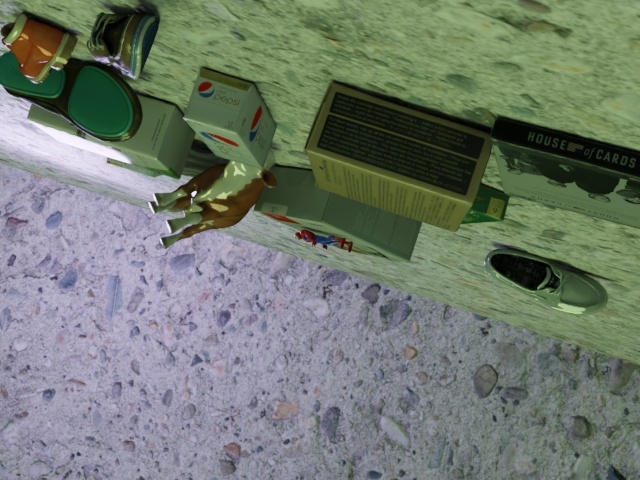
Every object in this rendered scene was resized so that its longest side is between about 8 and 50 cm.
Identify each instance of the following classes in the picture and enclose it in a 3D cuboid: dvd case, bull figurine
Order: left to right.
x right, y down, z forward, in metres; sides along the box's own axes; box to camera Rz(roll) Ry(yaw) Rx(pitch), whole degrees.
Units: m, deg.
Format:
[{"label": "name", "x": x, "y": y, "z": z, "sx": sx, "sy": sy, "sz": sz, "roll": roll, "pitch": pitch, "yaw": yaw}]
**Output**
[{"label": "bull figurine", "x": -0.175, "y": -0.071, "z": 1.673, "sx": 0.189, "sy": 0.101, "sz": 0.310, "roll": -21, "pitch": 172, "yaw": -14}, {"label": "dvd case", "x": 0.281, "y": -0.067, "z": 1.120, "sx": 0.179, "sy": 0.029, "sz": 0.239, "roll": 17, "pitch": 174, "yaw": 16}]

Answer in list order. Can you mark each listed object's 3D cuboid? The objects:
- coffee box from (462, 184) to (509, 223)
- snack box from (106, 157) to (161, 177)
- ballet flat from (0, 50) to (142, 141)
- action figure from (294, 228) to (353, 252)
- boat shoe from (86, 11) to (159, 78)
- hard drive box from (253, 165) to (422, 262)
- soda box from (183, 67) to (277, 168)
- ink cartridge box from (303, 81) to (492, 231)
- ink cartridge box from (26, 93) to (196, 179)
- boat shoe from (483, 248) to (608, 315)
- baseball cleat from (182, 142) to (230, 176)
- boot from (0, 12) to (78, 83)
[{"label": "coffee box", "x": 0.178, "y": -0.059, "z": 1.453, "sx": 0.113, "sy": 0.040, "sz": 0.184, "roll": 19, "pitch": 175, "yaw": -14}, {"label": "snack box", "x": -0.315, "y": -0.153, "z": 1.897, "sx": 0.100, "sy": 0.037, "sz": 0.141, "roll": 18, "pitch": -163, "yaw": 15}, {"label": "ballet flat", "x": -0.337, "y": -0.211, "z": 1.461, "sx": 0.280, "sy": 0.095, "sz": 0.096, "roll": 27, "pitch": -172, "yaw": 27}, {"label": "action figure", "x": 0.000, "y": 0.000, "z": 1.749, "sx": 0.115, "sy": 0.030, "sz": 0.038, "roll": 15, "pitch": 178, "yaw": 40}, {"label": "boat shoe", "x": -0.220, "y": -0.214, "z": 1.122, "sx": 0.066, "sy": 0.066, "sz": 0.183, "roll": 21, "pitch": 174, "yaw": -13}, {"label": "hard drive box", "x": 0.032, "y": -0.046, "z": 1.790, "sx": 0.232, "sy": 0.089, "sz": 0.181, "roll": 24, "pitch": 171, "yaw": -41}, {"label": "soda box", "x": -0.113, "y": -0.154, "z": 1.338, "sx": 0.074, "sy": 0.069, "sz": 0.216, "roll": 17, "pitch": 175, "yaw": 7}, {"label": "ink cartridge box", "x": 0.091, "y": -0.090, "z": 1.203, "sx": 0.193, "sy": 0.088, "sz": 0.234, "roll": 19, "pitch": 175, "yaw": 5}, {"label": "ink cartridge box", "x": -0.324, "y": -0.182, "z": 1.611, "sx": 0.220, "sy": 0.092, "sz": 0.160, "roll": 17, "pitch": 174, "yaw": 8}, {"label": "boat shoe", "x": 0.397, "y": 0.074, "z": 1.816, "sx": 0.228, "sy": 0.079, "sz": 0.081, "roll": 21, "pitch": 179, "yaw": 12}, {"label": "baseball cleat", "x": -0.235, "y": -0.140, "z": 1.829, "sx": 0.206, "sy": 0.072, "sz": 0.109, "roll": 20, "pitch": 174, "yaw": -11}, {"label": "boot", "x": -0.377, "y": -0.253, "z": 1.331, "sx": 0.085, "sy": 0.059, "sz": 0.158, "roll": 25, "pitch": 164, "yaw": -25}]
